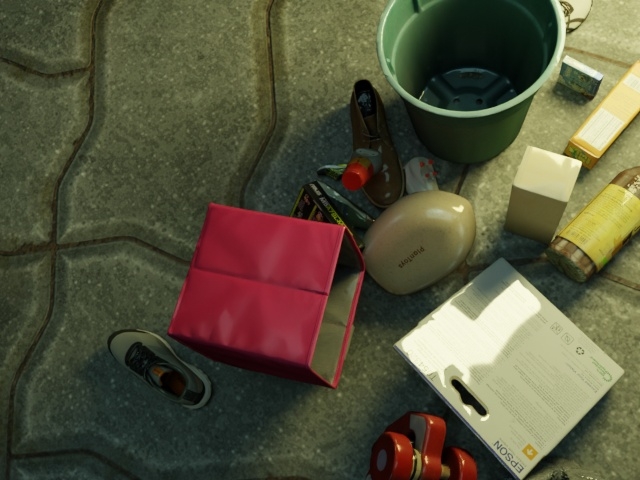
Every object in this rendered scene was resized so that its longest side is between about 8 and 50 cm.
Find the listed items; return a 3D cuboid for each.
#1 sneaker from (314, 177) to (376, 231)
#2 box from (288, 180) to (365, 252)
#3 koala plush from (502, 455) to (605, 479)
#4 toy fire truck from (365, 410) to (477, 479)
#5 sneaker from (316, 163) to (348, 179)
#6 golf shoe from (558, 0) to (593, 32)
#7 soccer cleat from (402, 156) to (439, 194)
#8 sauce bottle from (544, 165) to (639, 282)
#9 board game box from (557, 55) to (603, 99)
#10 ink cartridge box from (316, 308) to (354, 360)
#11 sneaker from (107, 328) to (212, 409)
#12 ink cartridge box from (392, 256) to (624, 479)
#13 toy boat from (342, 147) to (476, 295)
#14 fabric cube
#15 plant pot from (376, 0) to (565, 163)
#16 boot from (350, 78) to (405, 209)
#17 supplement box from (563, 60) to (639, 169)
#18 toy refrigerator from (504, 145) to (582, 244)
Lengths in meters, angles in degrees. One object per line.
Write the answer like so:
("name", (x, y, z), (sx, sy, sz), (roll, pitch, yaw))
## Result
("sneaker", (0.041, -0.055, 1.511), (0.192, 0.064, 0.086), (37, 97, 16))
("box", (0.000, 0.000, 1.438), (0.045, 0.191, 0.184), (-21, 64, -32))
("koala plush", (0.420, 0.526, 1.213), (0.196, 0.203, 0.221), (9, 97, 24))
("toy fire truck", (0.142, 0.466, 1.241), (0.169, 0.254, 0.302), (17, 77, -18))
("sneaker", (0.032, -0.156, 1.554), (0.083, 0.031, 0.035), (-6, 80, 15))
("golf shoe", (0.536, -0.508, 1.516), (0.198, 0.094, 0.077), (-37, 69, -2))
("soccer cleat", (0.234, -0.087, 1.479), (0.068, 0.076, 0.196), (-11, 84, -33))
("sauce bottle", (0.612, -0.067, 1.359), (0.344, 0.111, 0.111), (-44, 70, -1))
("board game box", (0.566, -0.354, 1.465), (0.090, 0.090, 0.020), (36, 85, 20))
("ink cartridge box", (-0.036, 0.180, 1.411), (0.190, 0.139, 0.082), (14, 75, 15))
("sneaker", (-0.362, 0.272, 1.473), (0.271, 0.108, 0.100), (27, 83, 19))
("ink cartridge box", (0.353, 0.237, 1.287), (0.330, 0.071, 0.324), (-34, 69, -24))
("toy boat", (0.166, -0.054, 1.387), (0.267, 0.148, 0.318), (-36, 99, 29))
("fabric cube", (-0.083, 0.107, 1.235), (0.258, 0.254, 0.259), (10, 73, 16))
("plant pot", (0.303, -0.336, 1.388), (0.341, 0.334, 0.341), (-3, 74, 11))
("boot", (0.116, -0.220, 1.512), (0.112, 0.115, 0.305), (-13, 73, 6))
("supplement box", (0.626, -0.266, 1.434), (0.080, 0.078, 0.233), (42, 87, 17))
("toy refrigerator", (0.432, -0.085, 1.319), (0.102, 0.269, 0.094), (20, 79, 18))
